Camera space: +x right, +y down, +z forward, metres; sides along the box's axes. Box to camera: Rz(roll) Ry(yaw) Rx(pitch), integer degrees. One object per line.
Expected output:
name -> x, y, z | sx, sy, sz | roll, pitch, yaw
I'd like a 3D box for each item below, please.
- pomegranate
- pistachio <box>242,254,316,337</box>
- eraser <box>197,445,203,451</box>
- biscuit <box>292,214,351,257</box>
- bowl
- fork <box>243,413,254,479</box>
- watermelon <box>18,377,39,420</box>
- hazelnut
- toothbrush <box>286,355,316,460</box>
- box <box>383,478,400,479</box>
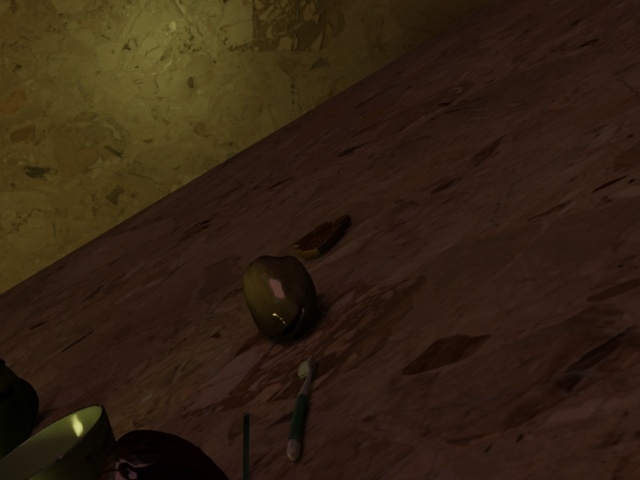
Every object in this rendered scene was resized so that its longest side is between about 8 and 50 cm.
pomegranate -> -0.624, 0.332, 1.903 | 0.341, 0.260, 0.260 | -64, 18, -1
pistachio -> -0.063, 0.086, 1.769 | 0.126, 0.108, 0.185 | -60, 23, 3
eraser -> -0.182, 0.314, 1.405 | 0.097, 0.045, 0.122 | -31, 15, 11
biscuit -> 0.000, 0.000, 2.061 | 0.119, 0.019, 0.130 | -28, 15, 16
bowl -> -0.357, 0.329, 1.576 | 0.211, 0.112, 0.211 | -28, 13, 7
fork -> -0.070, 0.282, 1.176 | 0.039, 0.021, 0.235 | -29, 42, 31
watermelon -> -0.581, 0.310, 2.119 | 0.133, 0.105, 0.105 | -32, 15, 14
hazelnut -> -0.173, 0.289, 1.215 | 0.178, 0.178, 0.204 | -27, 27, 23
toothbrush -> -0.025, 0.209, 1.463 | 0.024, 0.018, 0.257 | -33, 15, 13
box -> 0.008, 0.275, 1.145 | 0.207, 0.041, 0.050 | -19, 22, 45
